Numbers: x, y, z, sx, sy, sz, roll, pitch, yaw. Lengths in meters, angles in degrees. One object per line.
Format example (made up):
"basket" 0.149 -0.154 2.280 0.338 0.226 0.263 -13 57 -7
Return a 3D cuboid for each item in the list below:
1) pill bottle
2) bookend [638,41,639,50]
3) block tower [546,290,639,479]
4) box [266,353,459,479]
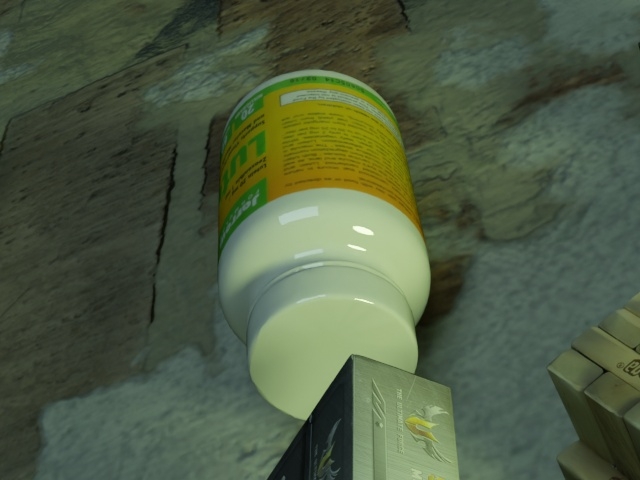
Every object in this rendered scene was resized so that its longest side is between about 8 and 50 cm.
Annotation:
"pill bottle" 0.000 0.000 0.789 0.136 0.136 0.245 -21 34 11
"bookend" 0.275 -0.138 0.759 0.156 0.157 0.072 -21 34 9
"block tower" 0.270 0.023 0.609 0.335 0.097 0.091 -37 34 -10
"box" -0.002 0.193 0.519 0.183 0.056 0.231 -58 18 33
